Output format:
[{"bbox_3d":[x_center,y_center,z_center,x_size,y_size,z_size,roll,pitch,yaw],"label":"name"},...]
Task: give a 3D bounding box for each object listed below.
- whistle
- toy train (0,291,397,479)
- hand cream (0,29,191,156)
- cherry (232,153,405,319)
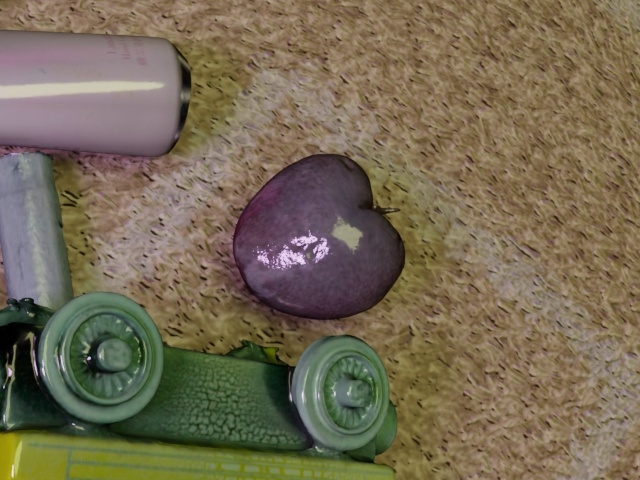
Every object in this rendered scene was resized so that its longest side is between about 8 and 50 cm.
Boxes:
[{"bbox_3d":[-0.253,0.070,0.907,0.062,0.062,0.312,-5,74,-25],"label":"whistle"},{"bbox_3d":[-0.111,0.198,0.822,0.442,0.179,0.273,15,70,-37],"label":"toy train"},{"bbox_3d":[-0.305,-0.148,0.927,0.358,0.118,0.185,1,37,-24],"label":"hand cream"},{"bbox_3d":[0.000,0.004,1.001,0.176,0.140,0.176,0,78,1],"label":"cherry"}]
